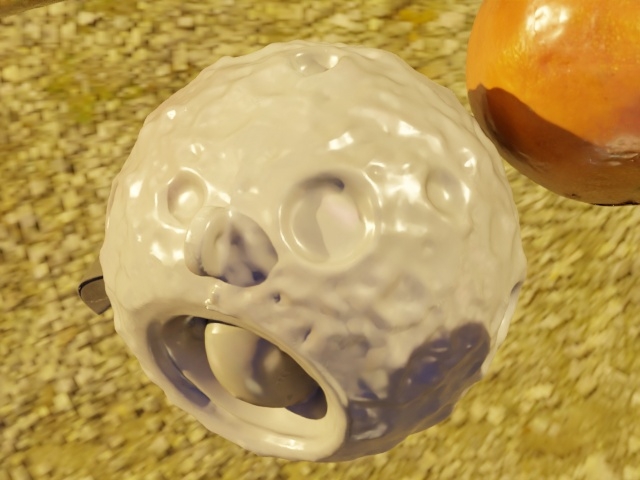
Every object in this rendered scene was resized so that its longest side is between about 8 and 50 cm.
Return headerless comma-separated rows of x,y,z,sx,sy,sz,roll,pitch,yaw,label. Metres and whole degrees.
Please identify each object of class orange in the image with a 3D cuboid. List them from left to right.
0.262,-0.148,1.534,0.284,0.284,0.226,-10,73,15,orange

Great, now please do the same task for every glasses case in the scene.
-0.180,-0.005,1.888,0.072,0.190,0.042,-28,112,37,glasses case

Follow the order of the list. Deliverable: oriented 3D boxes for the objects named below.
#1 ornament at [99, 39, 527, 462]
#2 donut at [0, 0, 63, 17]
0.000,0.000,1.487,0.337,0.337,0.337,2,96,14,ornament
-0.190,-0.314,1.633,0.360,0.360,0.170,-14,108,15,donut
